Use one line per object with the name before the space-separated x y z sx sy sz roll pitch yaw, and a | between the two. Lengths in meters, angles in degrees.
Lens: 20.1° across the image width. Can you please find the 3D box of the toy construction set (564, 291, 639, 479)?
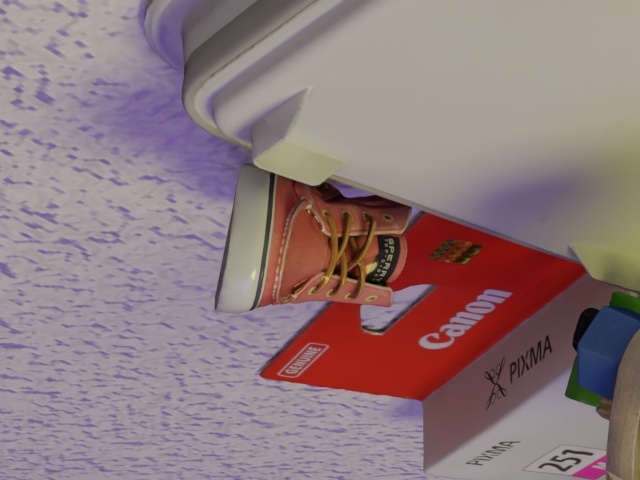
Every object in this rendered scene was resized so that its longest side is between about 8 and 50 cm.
toy construction set | 0.220 0.176 0.787 0.309 0.237 0.257 18 -179 15

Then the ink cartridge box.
ink cartridge box | 0.121 0.074 1.066 0.239 0.060 0.275 8 153 -20

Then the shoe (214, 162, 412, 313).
shoe | 0.000 0.000 0.824 0.081 0.063 0.178 12 -172 0

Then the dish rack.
dish rack | 0.123 -0.066 0.760 0.333 0.072 0.285 17 149 -34
